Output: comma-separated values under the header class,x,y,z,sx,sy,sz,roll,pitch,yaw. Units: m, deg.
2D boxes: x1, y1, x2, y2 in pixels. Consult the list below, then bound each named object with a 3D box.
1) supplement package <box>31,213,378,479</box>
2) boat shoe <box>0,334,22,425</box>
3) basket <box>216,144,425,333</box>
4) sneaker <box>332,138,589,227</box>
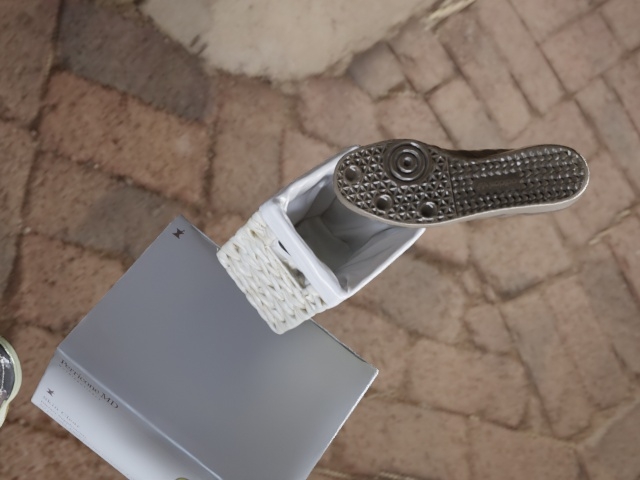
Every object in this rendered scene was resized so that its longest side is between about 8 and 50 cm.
class,x,y,z,sx,sy,sz,roll,pitch,yaw
supplement package,-0.116,0.147,1.183,0.262,0.145,0.204,38,53,0
boat shoe,-0.337,0.152,1.175,0.056,0.152,0.049,34,43,14
basket,0.000,0.000,1.108,0.113,0.103,0.167,53,41,1
sneaker,0.104,-0.038,0.890,0.188,0.071,0.066,1,82,4
